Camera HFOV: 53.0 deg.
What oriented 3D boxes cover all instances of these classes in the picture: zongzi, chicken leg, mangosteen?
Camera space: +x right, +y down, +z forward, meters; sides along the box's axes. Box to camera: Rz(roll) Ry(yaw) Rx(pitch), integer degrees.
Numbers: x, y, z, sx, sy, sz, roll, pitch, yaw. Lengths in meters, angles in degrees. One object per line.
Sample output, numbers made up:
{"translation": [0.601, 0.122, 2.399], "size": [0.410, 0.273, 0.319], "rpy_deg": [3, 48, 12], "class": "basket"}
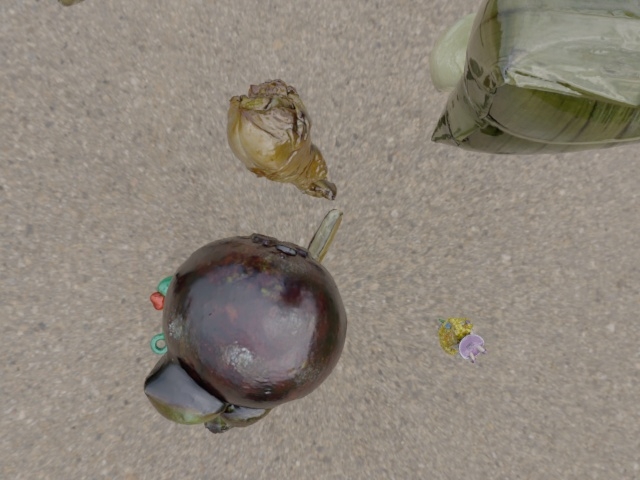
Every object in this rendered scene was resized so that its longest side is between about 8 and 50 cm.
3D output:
{"translation": [0.187, -0.092, 0.428], "size": [0.204, 0.204, 0.094], "rpy_deg": [4, 76, 0], "class": "zongzi"}
{"translation": [-0.071, -0.238, 1.488], "size": [0.182, 0.409, 0.295], "rpy_deg": [-27, 56, 18], "class": "chicken leg"}
{"translation": [-0.064, 0.083, 0.556], "size": [0.172, 0.172, 0.184], "rpy_deg": [33, 79, 1], "class": "mangosteen"}

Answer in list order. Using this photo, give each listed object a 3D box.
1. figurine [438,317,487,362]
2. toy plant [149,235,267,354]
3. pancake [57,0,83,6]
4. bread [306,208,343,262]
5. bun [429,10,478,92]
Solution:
{"translation": [0.318, 0.214, 1.524], "size": [0.094, 0.156, 0.115], "rpy_deg": [-33, 104, 1], "class": "figurine"}
{"translation": [-0.257, 0.154, 1.625], "size": [0.400, 0.279, 0.185], "rpy_deg": [-38, 44, -10], "class": "toy plant"}
{"translation": [-0.327, -0.445, 1.064], "size": [0.235, 0.212, 0.029], "rpy_deg": [-32, 117, -14], "class": "pancake"}
{"translation": [0.001, 0.000, 1.782], "size": [0.053, 0.073, 0.214], "rpy_deg": [33, 118, 12], "class": "bread"}
{"translation": [0.441, -0.469, 1.564], "size": [0.364, 0.364, 0.202], "rpy_deg": [-4, 106, -2], "class": "bun"}
